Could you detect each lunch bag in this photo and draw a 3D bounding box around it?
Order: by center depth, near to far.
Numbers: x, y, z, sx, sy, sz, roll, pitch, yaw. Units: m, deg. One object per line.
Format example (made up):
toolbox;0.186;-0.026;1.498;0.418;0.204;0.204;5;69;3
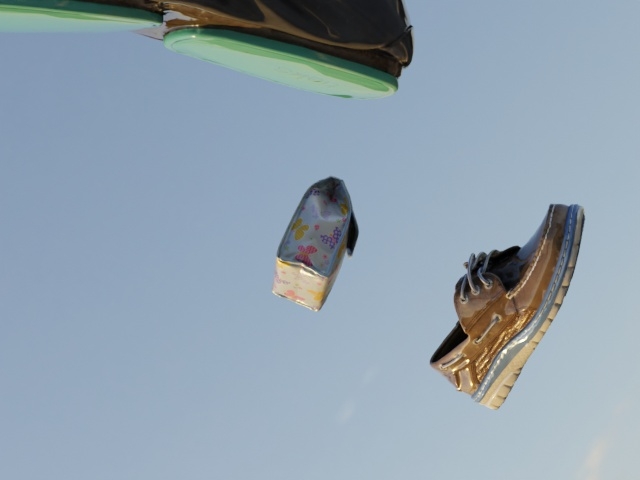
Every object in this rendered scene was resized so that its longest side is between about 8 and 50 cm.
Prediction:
lunch bag;0.000;0.000;1.378;0.071;0.053;0.083;102;-171;-64

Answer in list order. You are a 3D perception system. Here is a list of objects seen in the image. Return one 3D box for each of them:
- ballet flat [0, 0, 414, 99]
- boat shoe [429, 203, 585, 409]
ballet flat;-0.053;-0.092;0.604;0.203;0.074;0.074;6;-59;-37
boat shoe;0.124;0.042;1.253;0.066;0.066;0.183;-68;0;-53
